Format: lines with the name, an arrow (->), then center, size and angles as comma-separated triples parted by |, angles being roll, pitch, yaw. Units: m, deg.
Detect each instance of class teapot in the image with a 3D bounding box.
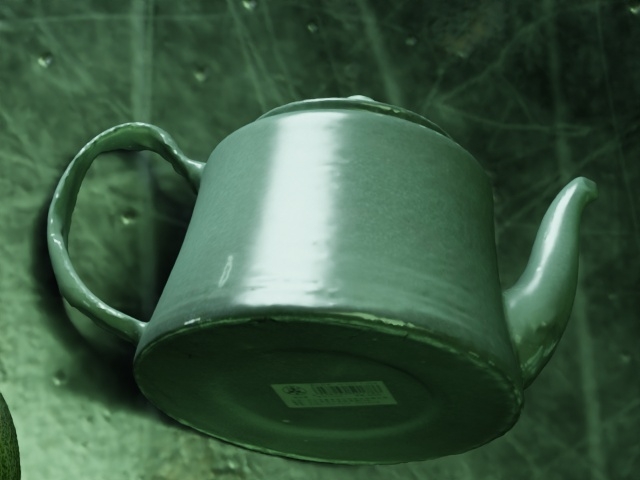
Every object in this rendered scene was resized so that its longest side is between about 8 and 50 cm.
teapot -> 0.000, 0.000, 0.688 | 0.239, 0.162, 0.149 | 4, 64, 5

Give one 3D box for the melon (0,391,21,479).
melon -> -0.185, 0.080, 0.589 | 0.167, 0.114, 0.114 | 19, 70, -20
